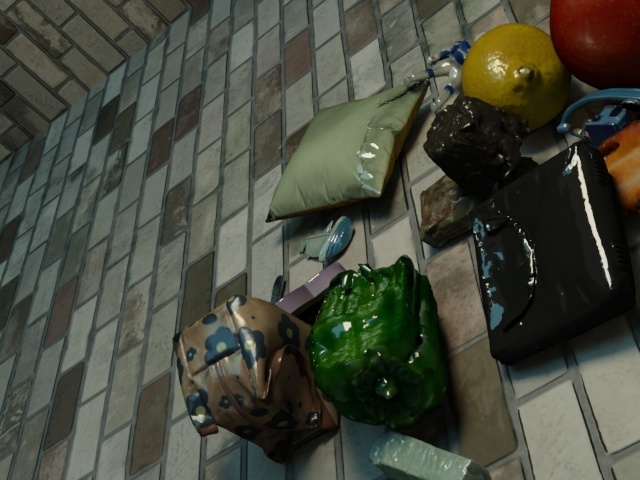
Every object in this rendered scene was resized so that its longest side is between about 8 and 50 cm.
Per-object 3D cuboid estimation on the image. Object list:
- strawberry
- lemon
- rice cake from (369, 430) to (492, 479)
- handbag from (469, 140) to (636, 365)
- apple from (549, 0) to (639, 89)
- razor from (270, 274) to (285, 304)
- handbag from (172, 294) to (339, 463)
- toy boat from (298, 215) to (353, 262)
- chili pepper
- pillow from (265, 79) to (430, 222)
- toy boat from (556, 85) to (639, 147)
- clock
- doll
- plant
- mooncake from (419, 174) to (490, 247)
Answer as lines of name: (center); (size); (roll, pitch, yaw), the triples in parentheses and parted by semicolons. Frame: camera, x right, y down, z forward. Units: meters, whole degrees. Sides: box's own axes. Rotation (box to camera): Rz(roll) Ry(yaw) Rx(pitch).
strawberry: (0.455, -0.094, 1.522); (0.192, 0.085, 0.140); (-54, 39, 32)
lemon: (0.330, -0.273, 1.793); (0.187, 0.187, 0.244); (-39, 9, 13)
rice cake: (0.148, 0.311, 1.443); (0.206, 0.069, 0.063); (6, 58, 56)
handbag: (0.324, 0.021, 1.500); (0.244, 0.088, 0.275); (-34, 49, 38)
apple: (0.482, -0.361, 1.645); (0.216, 0.260, 0.260); (31, 79, 36)
razor: (-0.091, 0.140, 2.005); (0.066, 0.033, 0.190); (102, -178, -46)
handbag: (-0.093, 0.226, 1.688); (0.190, 0.251, 0.193); (-32, 49, 24)
toy boat: (0.002, 0.007, 2.035); (0.149, 0.034, 0.105); (-24, 34, 33)
chili pepper: (0.092, 0.157, 1.621); (0.213, 0.167, 0.385); (-25, 21, 7)
pillow: (0.053, -0.176, 2.105); (0.310, 0.119, 0.312); (-8, 46, 42)
toy boat: (0.449, -0.177, 1.620); (0.097, 0.100, 0.223); (-46, 25, -22)
clock: (-0.030, 0.127, 1.847); (0.198, 0.064, 0.172); (-33, -14, -30)
doll: (0.276, -0.339, 2.060); (0.227, 0.057, 0.114); (-39, 67, -16)
plant: (0.273, -0.138, 1.707); (0.131, 0.203, 0.142); (-31, 41, 41)
mooncake: (0.219, -0.064, 1.804); (0.125, 0.073, 0.130); (-31, 31, 28)
